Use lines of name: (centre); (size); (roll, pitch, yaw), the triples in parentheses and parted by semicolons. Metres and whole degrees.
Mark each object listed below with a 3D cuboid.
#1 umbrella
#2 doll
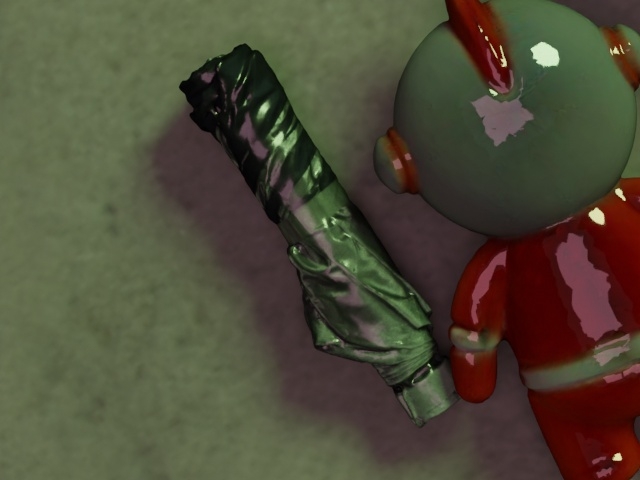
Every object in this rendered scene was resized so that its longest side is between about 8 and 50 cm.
umbrella: (0.000, 0.000, 0.714); (0.050, 0.046, 0.188); (-32, 97, 14)
doll: (0.099, -0.012, 0.682); (0.142, 0.076, 0.245); (-26, 98, 4)
